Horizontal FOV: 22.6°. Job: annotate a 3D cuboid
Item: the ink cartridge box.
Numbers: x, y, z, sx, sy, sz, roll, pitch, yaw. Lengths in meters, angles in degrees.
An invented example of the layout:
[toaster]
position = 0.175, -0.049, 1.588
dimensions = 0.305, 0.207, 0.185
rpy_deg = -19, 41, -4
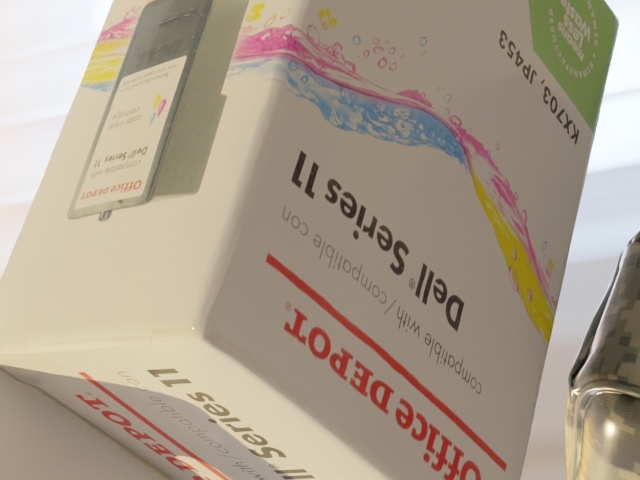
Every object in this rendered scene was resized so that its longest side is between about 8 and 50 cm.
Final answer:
[ink cartridge box]
position = 0.000, 0.000, 0.644
dimensions = 0.207, 0.119, 0.354
rpy_deg = 42, -126, -41

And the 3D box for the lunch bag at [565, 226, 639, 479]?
[lunch bag]
position = 0.254, 0.062, 0.781
dimensions = 0.305, 0.212, 0.256
rpy_deg = 76, -144, -54
